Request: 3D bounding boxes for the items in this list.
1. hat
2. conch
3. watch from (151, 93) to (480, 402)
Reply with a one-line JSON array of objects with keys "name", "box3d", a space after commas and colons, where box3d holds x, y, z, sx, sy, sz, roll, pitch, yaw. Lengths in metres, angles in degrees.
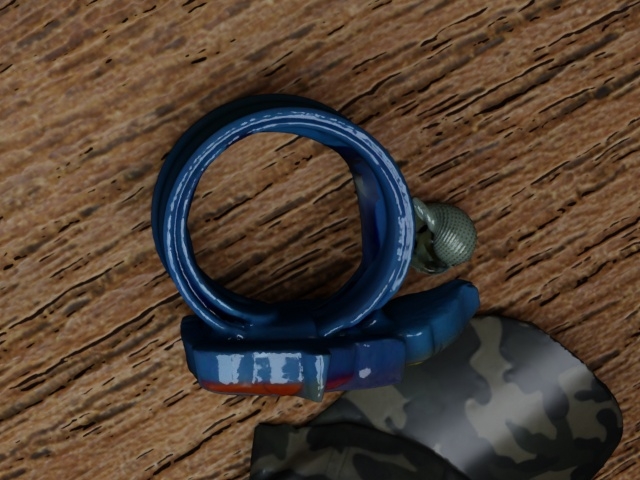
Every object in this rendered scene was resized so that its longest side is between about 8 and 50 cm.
[{"name": "hat", "box3d": [0.132, 0.283, 2.030, 0.382, 0.257, 0.366, -34, 119, 24]}, {"name": "conch", "box3d": [0.114, -0.007, 1.978, 0.076, 0.056, 0.085, -41, 85, 24]}, {"name": "watch", "box3d": [0.000, 0.000, 1.875, 0.305, 0.241, 0.274, -7, 100, -10]}]
